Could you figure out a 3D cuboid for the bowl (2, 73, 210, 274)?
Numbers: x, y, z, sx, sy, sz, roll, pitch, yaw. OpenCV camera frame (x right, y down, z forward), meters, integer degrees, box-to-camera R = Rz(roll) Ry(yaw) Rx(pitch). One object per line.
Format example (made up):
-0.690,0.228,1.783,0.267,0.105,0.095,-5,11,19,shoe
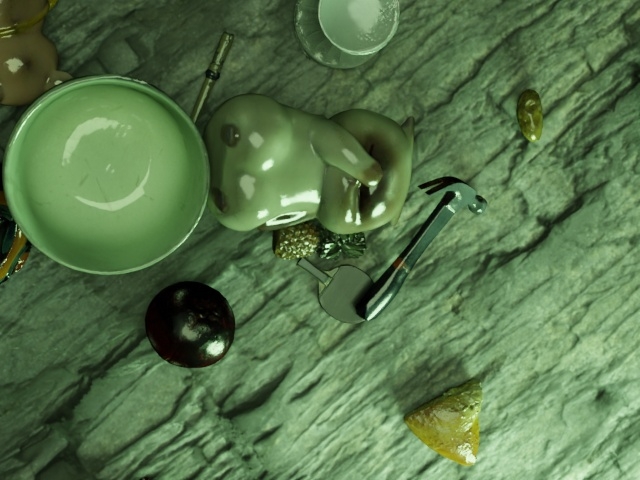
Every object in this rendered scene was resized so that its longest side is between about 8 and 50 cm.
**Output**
-0.332,-0.110,1.798,0.307,0.163,0.307,-3,104,-13,bowl

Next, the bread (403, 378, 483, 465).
0.211,0.312,2.013,0.135,0.054,0.154,5,93,-5,bread

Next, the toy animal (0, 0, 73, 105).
-0.481,-0.333,1.808,0.165,0.149,0.248,-12,93,-13,toy animal

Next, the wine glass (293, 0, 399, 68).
0.042,-0.355,1.849,0.164,0.196,0.165,-1,97,-5,wine glass

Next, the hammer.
0.154,0.016,1.956,0.290,0.037,0.137,-51,133,4,hammer

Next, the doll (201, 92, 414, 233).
-0.026,-0.117,1.846,0.370,0.226,0.215,4,97,-8,doll

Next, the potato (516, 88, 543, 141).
0.354,-0.213,1.979,0.046,0.045,0.092,-4,93,-9,potato

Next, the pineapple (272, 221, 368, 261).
0.000,0.000,1.946,0.159,0.074,0.074,4,95,-14,pineapple

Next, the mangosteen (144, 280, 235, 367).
-0.215,0.143,1.901,0.152,0.152,0.153,-1,96,-7,mangosteen

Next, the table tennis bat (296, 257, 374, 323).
0.027,0.078,1.982,0.158,0.014,0.095,36,91,-11,table tennis bat

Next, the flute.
-0.194,-0.234,1.914,0.027,0.027,0.233,22,93,-9,flute

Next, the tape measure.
-0.539,-0.024,1.801,0.135,0.202,0.223,15,90,24,tape measure

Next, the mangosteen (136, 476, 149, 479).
-0.263,0.486,1.919,0.199,0.200,0.200,-1,96,-7,mangosteen
